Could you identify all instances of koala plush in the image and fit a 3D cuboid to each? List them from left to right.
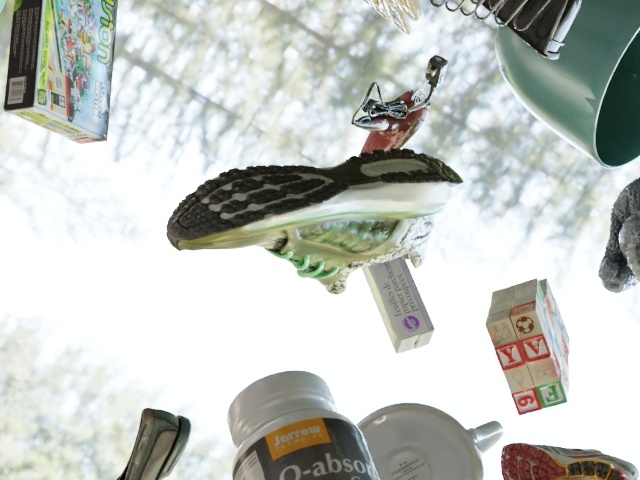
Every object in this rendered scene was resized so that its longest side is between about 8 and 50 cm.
[{"bbox_3d":[0.516,0.012,1.718,0.221,0.196,0.203,-69,158,-70],"label":"koala plush"}]

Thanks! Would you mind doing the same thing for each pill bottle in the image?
[{"bbox_3d":[-0.010,0.293,1.328,0.162,0.162,0.278,-49,-137,26],"label":"pill bottle"}]

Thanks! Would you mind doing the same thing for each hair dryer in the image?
[{"bbox_3d":[0.120,-0.236,2.259,0.080,0.223,0.293,53,-27,25],"label":"hair dryer"}]

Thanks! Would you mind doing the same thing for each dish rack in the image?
[{"bbox_3d":[0.104,-0.267,1.063,0.208,0.271,0.074,48,-62,33],"label":"dish rack"}]

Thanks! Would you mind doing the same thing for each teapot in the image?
[{"bbox_3d":[0.145,0.381,1.853,0.187,0.256,0.253,73,28,-68],"label":"teapot"}]

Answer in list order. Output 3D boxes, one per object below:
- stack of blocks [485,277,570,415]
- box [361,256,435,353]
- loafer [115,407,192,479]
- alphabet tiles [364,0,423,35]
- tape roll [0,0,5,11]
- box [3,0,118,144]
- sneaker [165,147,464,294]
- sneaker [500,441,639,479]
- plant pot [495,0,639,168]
[{"bbox_3d":[0.365,0.159,2.044,0.087,0.171,0.297,-18,-169,17],"label":"stack of blocks"},{"bbox_3d":[0.102,0.031,1.978,0.067,0.063,0.324,96,-25,-61],"label":"box"},{"bbox_3d":[-0.297,0.375,1.812,0.267,0.084,0.096,-60,-157,5],"label":"loafer"},{"bbox_3d":[0.069,-0.465,1.909,0.021,0.278,0.284,-37,-131,-5],"label":"alphabet tiles"},{"bbox_3d":[-0.599,-0.449,1.785,0.077,0.321,0.321,10,-113,25],"label":"tape roll"},{"bbox_3d":[-0.240,-0.206,1.107,0.036,0.114,0.207,-4,-102,26],"label":"box"},{"bbox_3d":[0.000,0.000,1.533,0.158,0.410,0.182,-140,-133,-56],"label":"sneaker"},{"bbox_3d":[0.367,0.348,1.744,0.225,0.092,0.088,6,-83,40],"label":"sneaker"},{"bbox_3d":[0.409,-0.289,1.770,0.235,0.293,0.293,35,-83,33],"label":"plant pot"}]
